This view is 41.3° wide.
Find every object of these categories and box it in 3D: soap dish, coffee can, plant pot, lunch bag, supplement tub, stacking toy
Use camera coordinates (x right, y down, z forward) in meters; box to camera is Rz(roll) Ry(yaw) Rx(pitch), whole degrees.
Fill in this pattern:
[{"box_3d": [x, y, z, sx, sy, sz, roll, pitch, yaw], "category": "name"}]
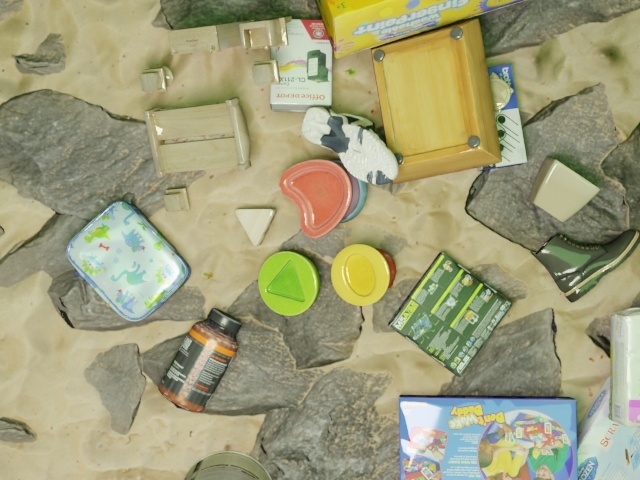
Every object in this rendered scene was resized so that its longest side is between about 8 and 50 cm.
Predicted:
[{"box_3d": [0.221, -0.276, 1.683, 0.228, 0.118, 0.291, -10, 88, 21], "category": "soap dish"}, {"box_3d": [-0.185, 0.526, 1.603, 0.201, 0.275, 0.202, 0, 89, -2], "category": "coffee can"}, {"box_3d": [0.487, -0.099, 1.734, 0.109, 0.109, 0.096, 34, 100, -1], "category": "plant pot"}, {"box_3d": [-0.385, 0.044, 1.699, 0.176, 0.090, 0.219, -44, 91, -3], "category": "lunch bag"}, {"box_3d": [-0.233, 0.236, 1.693, 0.106, 0.106, 0.198, 30, 88, -1], "category": "supplement tub"}, {"box_3d": [0.000, 0.000, 1.734, 0.279, 0.130, 0.309, -21, 86, 24], "category": "stacking toy"}]

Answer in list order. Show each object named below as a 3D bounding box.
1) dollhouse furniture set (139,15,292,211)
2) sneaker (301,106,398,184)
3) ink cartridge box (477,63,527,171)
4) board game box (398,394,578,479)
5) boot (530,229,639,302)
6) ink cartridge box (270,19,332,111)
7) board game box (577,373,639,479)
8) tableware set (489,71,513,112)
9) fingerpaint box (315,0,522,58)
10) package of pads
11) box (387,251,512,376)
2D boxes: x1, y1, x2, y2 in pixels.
[{"box_3d": [-0.174, -0.251, 1.694, 0.303, 0.174, 0.356, -2, 107, 22], "category": "dollhouse furniture set"}, {"box_3d": [0.090, -0.189, 1.683, 0.235, 0.153, 0.094, 30, 113, 32], "category": "sneaker"}, {"box_3d": [0.359, -0.254, 1.757, 0.097, 0.046, 0.207, -9, 89, -3], "category": "ink cartridge box"}, {"box_3d": [0.330, 0.428, 1.689, 0.347, 0.078, 0.233, 0, 83, 6], "category": "board game box"}, {"box_3d": [0.547, 0.013, 1.748, 0.198, 0.077, 0.137, -41, 85, -4], "category": "boot"}, {"box_3d": [-0.039, -0.355, 1.730, 0.127, 0.072, 0.175, 0, 88, -3], "category": "ink cartridge box"}, {"box_3d": [0.683, 0.449, 1.743, 0.318, 0.066, 0.319, 33, 88, -1], "category": "board game box"}, {"box_3d": [0.302, -0.269, 1.727, 0.141, 0.020, 0.169, 26, 101, 18], "category": "tableware set"}, {"box_3d": [0.181, -0.607, 1.655, 0.444, 0.163, 0.371, -17, 73, -2], "category": "fingerpaint box"}, {"box_3d": [0.722, 0.247, 1.663, 0.296, 0.101, 0.229, 1, 89, 0], "category": "package of pads"}, {"box_3d": [0.266, 0.152, 1.746, 0.184, 0.045, 0.191, 35, 88, 1], "category": "box"}]
